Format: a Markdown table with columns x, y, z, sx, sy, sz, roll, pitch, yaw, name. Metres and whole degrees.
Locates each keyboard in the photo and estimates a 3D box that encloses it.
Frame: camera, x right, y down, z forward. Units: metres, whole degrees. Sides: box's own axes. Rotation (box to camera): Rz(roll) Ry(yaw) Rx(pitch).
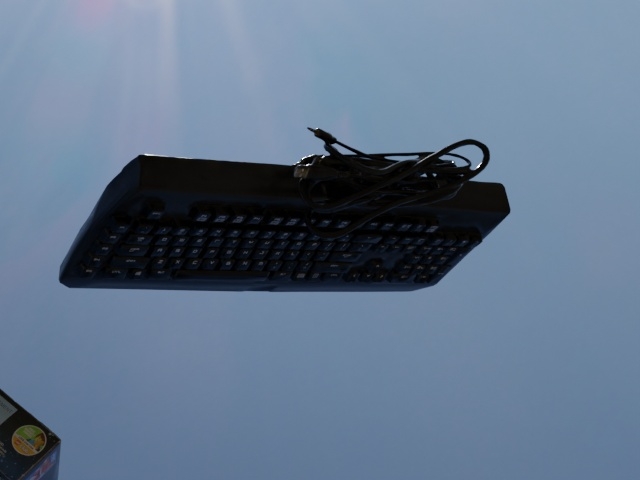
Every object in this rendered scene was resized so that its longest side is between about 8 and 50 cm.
| x | y | z | sx | sy | sz | roll | pitch | yaw | name |
| --- | --- | --- | --- | --- | --- | --- | --- | --- | --- |
| 0.000 | 0.000 | 0.481 | 0.192 | 0.100 | 0.038 | 1 | -130 | -36 | keyboard |

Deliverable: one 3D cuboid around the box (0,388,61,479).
| x | y | z | sx | sy | sz | roll | pitch | yaw | name |
| --- | --- | --- | --- | --- | --- | --- | --- | --- | --- |
| -0.264 | 0.163 | 0.865 | 0.159 | 0.233 | 0.044 | 36 | -127 | 12 | box |
